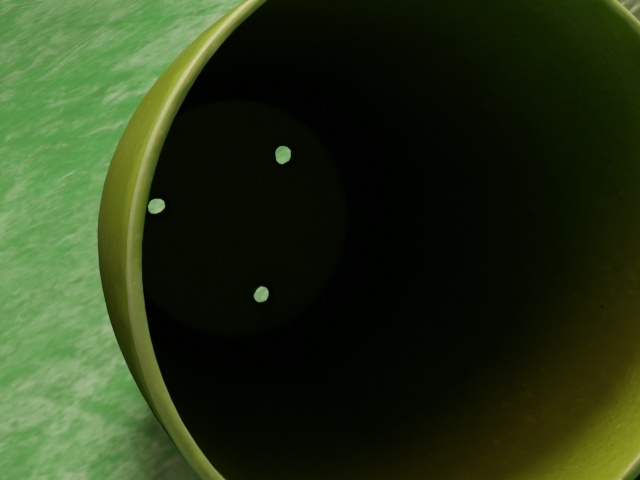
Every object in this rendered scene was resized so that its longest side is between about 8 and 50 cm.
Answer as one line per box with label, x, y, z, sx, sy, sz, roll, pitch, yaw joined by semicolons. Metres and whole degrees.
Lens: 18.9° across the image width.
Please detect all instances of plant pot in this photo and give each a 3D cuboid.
plant pot;0.000;0.000;0.942;0.275;0.274;0.293;-37;15;-15

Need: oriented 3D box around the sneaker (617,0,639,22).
sneaker;0.297;-0.169;0.994;0.366;0.137;0.210;-5;22;2
